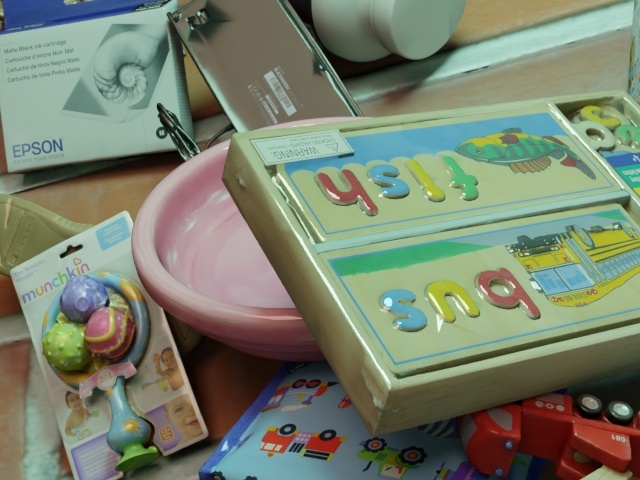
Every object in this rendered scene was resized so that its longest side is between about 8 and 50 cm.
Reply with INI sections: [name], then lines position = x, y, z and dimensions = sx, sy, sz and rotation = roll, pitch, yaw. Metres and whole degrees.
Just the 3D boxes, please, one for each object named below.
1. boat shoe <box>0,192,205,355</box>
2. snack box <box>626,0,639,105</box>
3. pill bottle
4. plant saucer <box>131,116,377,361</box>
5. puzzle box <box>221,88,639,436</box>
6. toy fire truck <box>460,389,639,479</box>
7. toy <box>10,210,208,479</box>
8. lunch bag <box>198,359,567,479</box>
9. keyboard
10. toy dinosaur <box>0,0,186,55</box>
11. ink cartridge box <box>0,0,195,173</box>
[boat shoe]
position = -0.227, 0.035, 1.230
dimensions = 0.285, 0.092, 0.103
rotation = 22, 88, 18
[snack box]
position = 0.316, -0.181, 1.176
dimensions = 0.022, 0.064, 0.178
rotation = 12, 66, -3
[pill bottle]
position = 0.006, -0.316, 1.393
dimensions = 0.323, 0.181, 0.181
rotation = 30, 65, 37
[plant saucer]
position = 0.000, 0.000, 1.102
dimensions = 0.332, 0.084, 0.332
rotation = -6, 34, 4
[puzzle box]
position = 0.157, -0.004, 0.972
dimensions = 0.409, 0.052, 0.272
rotation = -10, 49, -28
[toy fire truck]
position = 0.191, 0.170, 0.856
dimensions = 0.192, 0.047, 0.135
rotation = 12, 35, 0
[toy]
position = -0.208, 0.098, 1.131
dimensions = 0.137, 0.056, 0.237
rotation = -26, 73, 9
[lunch bag]
position = 0.074, 0.143, 1.022
dimensions = 0.221, 0.138, 0.293
rotation = 6, 44, 28
[keyboard]
position = -0.073, -0.129, 1.290
dimensions = 0.201, 0.033, 0.317
rotation = -32, 69, 2
[toy dinosaur]
position = -0.306, -0.298, 1.537
dimensions = 0.296, 0.127, 0.200
rotation = 2, 44, 14
[ink cartridge box]
position = -0.263, -0.199, 1.390
dimensions = 0.223, 0.045, 0.224
rotation = -7, 90, 14
